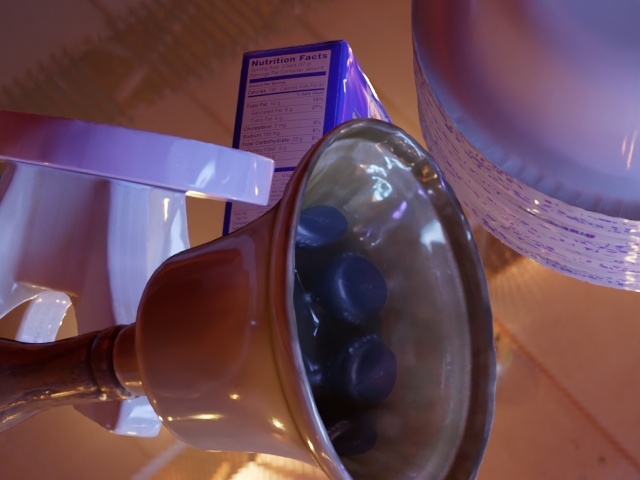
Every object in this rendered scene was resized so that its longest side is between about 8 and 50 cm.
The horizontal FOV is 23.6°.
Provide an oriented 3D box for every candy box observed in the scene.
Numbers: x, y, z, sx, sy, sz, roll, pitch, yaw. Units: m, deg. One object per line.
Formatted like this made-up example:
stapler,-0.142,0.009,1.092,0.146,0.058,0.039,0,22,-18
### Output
candy box,0.000,0.000,1.546,0.122,0.268,0.317,-2,-113,19

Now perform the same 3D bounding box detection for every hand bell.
hand bell,-0.074,0.044,0.529,0.242,0.126,0.126,-12,-131,32

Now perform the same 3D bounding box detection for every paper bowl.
paper bowl,0.192,-0.124,0.864,0.284,0.148,0.284,-3,-118,5

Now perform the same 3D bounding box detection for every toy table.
toy table,-0.142,0.013,0.912,0.252,0.274,0.161,10,-89,-18
